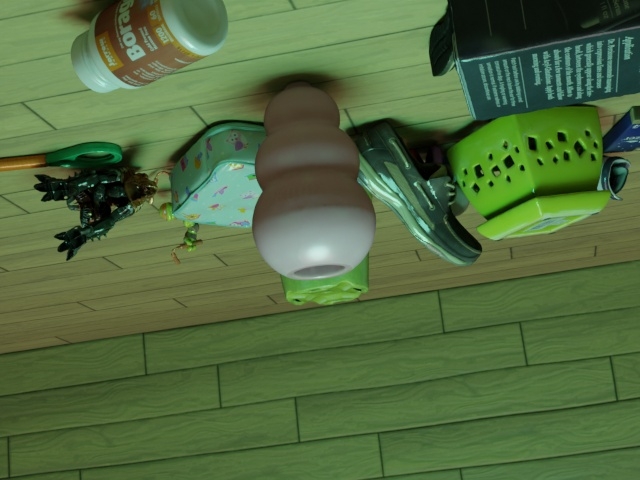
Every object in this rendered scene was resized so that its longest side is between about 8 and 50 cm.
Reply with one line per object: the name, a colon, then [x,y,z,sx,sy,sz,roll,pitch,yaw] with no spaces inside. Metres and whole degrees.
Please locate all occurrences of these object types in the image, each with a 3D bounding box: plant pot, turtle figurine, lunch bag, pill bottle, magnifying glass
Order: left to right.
magnifying glass: [-0.488,-0.154,2.176,0.231,0.026,0.092,-8,166,-2]
pill bottle: [-0.242,-0.281,1.605,0.216,0.121,0.121,-18,161,36]
turtle figurine: [-0.246,-0.067,2.438,0.217,0.087,0.269,-11,134,-7]
lunch bag: [-0.154,-0.122,2.232,0.224,0.108,0.279,2,157,-30]
plant pot: [0.000,0.000,2.505,0.276,0.254,0.276,-6,166,-1]
plant pot: [0.414,-0.124,2.261,0.227,0.207,0.228,-7,168,-31]

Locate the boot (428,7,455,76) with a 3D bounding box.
boot: [0.253,-0.315,1.796,0.137,0.077,0.198,-8,167,-15]

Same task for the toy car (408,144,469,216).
toy car: [0.220,-0.132,2.372,0.182,0.159,0.136,-5,128,-1]

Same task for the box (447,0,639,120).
box: [0.337,-0.334,1.318,0.395,0.293,0.212,-10,165,11]

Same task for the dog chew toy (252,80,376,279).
dog chew toy: [-0.020,-0.107,1.941,0.207,0.331,0.206,-6,166,-2]

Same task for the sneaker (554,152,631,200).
sneaker: [0.608,-0.121,2.532,0.153,0.099,0.282,9,171,29]

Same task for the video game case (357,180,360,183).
video game case: [0.021,-0.132,2.301,0.119,0.015,0.166,-7,-160,3]

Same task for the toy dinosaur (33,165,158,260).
toy dinosaur: [-0.412,-0.091,2.213,0.218,0.164,0.322,-26,172,-37]

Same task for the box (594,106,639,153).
box: [0.665,-0.222,2.382,0.136,0.036,0.225,-4,166,-8]

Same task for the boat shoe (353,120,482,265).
boat shoe: [0.202,-0.088,2.236,0.130,0.132,0.355,-42,113,16]
